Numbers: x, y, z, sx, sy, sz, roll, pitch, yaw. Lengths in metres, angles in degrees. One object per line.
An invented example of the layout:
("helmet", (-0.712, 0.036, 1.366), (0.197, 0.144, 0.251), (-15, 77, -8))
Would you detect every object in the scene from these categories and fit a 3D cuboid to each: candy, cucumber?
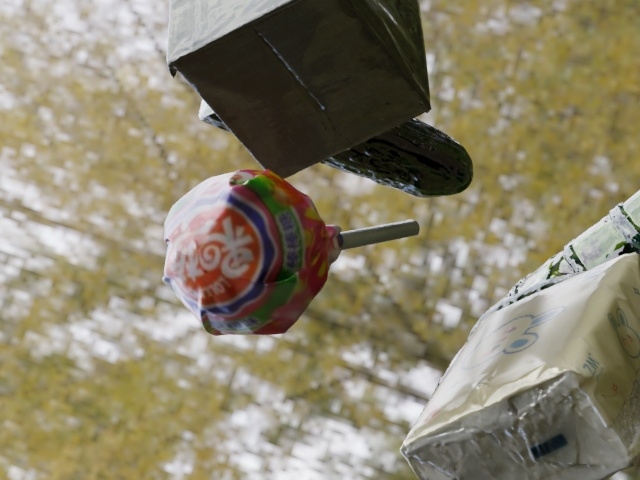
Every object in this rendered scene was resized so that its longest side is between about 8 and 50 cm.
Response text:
("candy", (0.000, 0.000, 1.417), (0.365, 0.124, 0.124), (-11, -64, -65))
("cucumber", (0.019, -0.096, 1.580), (0.074, 0.241, 0.074), (-161, 90, -82))

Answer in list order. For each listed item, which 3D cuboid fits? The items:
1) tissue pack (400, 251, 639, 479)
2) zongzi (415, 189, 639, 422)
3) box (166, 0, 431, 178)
("tissue pack", (0.158, 0.100, 1.264), (0.092, 0.148, 0.196), (58, -150, -8))
("zongzi", (0.279, 0.094, 1.838), (0.362, 0.383, 0.319), (-72, -40, -78))
("box", (-0.020, -0.192, 1.437), (0.149, 0.155, 0.231), (48, -154, -38))
